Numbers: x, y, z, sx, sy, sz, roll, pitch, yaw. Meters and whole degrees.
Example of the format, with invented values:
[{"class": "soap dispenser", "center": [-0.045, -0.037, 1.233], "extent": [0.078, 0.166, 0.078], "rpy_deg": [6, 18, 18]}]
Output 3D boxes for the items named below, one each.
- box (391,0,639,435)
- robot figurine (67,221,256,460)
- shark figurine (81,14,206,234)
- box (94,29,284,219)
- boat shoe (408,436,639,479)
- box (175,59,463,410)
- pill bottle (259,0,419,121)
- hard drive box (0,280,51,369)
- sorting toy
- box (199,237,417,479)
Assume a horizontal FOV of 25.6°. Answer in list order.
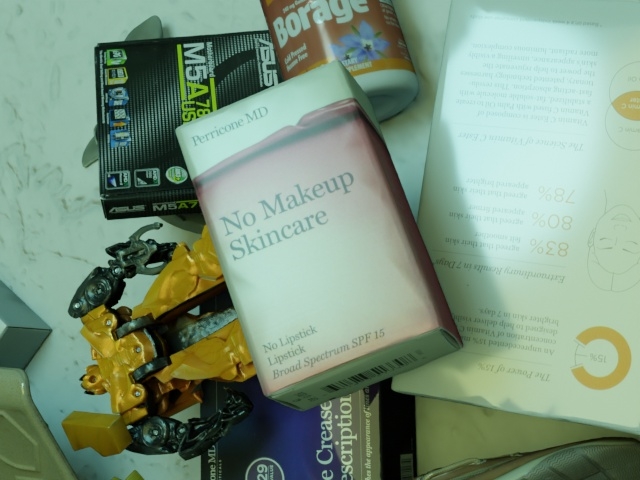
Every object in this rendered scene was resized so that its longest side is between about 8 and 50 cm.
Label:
[{"class": "box", "center": [0.210, -0.021, 1.209], "extent": [0.215, 0.168, 0.345], "rpy_deg": [8, 86, 22]}, {"class": "robot figurine", "center": [-0.087, 0.068, 1.256], "extent": [0.291, 0.085, 0.211], "rpy_deg": [-29, 73, 17]}, {"class": "shark figurine", "center": [-0.170, -0.078, 1.400], "extent": [0.166, 0.116, 0.278], "rpy_deg": [-39, 70, 15]}, {"class": "box", "center": [-0.119, -0.112, 1.343], "extent": [0.184, 0.045, 0.190], "rpy_deg": [-5, 58, -2]}, {"class": "boat shoe", "center": [0.134, 0.230, 1.195], "extent": [0.325, 0.116, 0.123], "rpy_deg": [-15, 113, -16]}, {"class": "box", "center": [0.000, 0.000, 1.122], "extent": [0.149, 0.127, 0.232], "rpy_deg": [-23, 74, 8]}, {"class": "pill bottle", "center": [0.007, -0.220, 1.339], "extent": [0.121, 0.121, 0.216], "rpy_deg": [-22, 76, 18]}, {"class": "hard drive box", "center": [-0.428, 0.127, 1.490], "extent": [0.181, 0.089, 0.232], "rpy_deg": [39, 98, 20]}, {"class": "sorting toy", "center": [-0.270, 0.214, 1.339], "extent": [0.307, 0.041, 0.229], "rpy_deg": [0, 121, 37]}, {"class": "box", "center": [-0.013, 0.125, 1.319], "extent": [0.184, 0.103, 0.261], "rpy_deg": [-5, 82, 24]}]
